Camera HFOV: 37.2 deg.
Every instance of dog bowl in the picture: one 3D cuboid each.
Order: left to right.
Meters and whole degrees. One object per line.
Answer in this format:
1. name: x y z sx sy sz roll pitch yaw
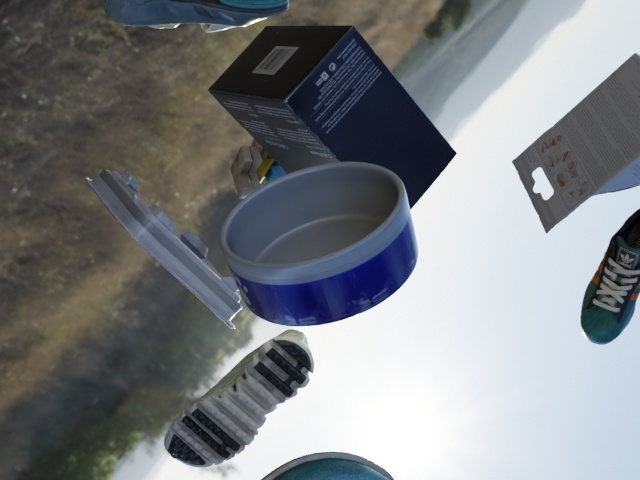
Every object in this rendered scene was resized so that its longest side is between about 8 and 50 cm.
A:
1. dog bowl: 0.000 0.000 1.328 0.265 0.104 0.265 -13 -149 8

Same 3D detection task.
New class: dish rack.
1. dish rack: -0.277 0.002 1.766 0.072 0.333 0.285 -45 -140 -2

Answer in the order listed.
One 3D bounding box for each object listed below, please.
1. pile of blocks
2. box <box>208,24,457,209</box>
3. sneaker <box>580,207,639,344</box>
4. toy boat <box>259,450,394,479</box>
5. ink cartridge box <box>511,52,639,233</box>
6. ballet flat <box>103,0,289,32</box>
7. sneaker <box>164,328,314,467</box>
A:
1. pile of blocks: -0.085 -0.241 2.180 0.112 0.149 0.362 -57 -172 51
2. box: 0.015 -0.216 1.718 0.179 0.312 0.343 -49 -151 -10
3. sneaker: 0.600 0.060 1.900 0.302 0.108 0.121 -64 157 -9
4. toy boat: 0.026 0.416 1.150 0.267 0.318 0.148 -36 -176 -22
5. ink cartridge box: 0.372 -0.120 1.251 0.224 0.056 0.181 -45 -151 24
6. ballet flat: -0.136 -0.261 1.041 0.213 0.072 0.068 -4 147 -35
7. sneaker: -0.122 0.247 1.496 0.292 0.110 0.118 -40 -170 12
